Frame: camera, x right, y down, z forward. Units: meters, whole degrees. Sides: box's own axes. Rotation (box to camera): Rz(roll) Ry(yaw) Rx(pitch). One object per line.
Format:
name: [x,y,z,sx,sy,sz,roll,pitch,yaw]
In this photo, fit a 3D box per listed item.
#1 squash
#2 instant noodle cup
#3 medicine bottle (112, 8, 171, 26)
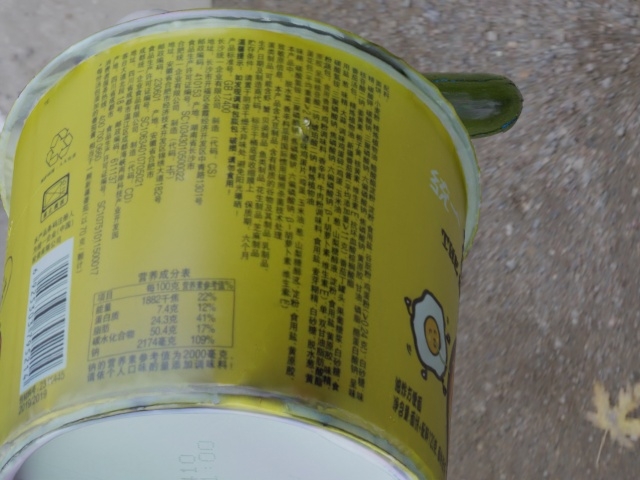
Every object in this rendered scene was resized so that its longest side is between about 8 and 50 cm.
squash: [0.081,-0.157,1.396,0.332,0.087,0.087,3,102,-20]
instant noodle cup: [-0.054,0.062,0.743,0.326,0.254,0.325,0,138,0]
medicine bottle: [-0.053,-0.109,1.170,0.341,0.130,0.130,23,106,-10]
